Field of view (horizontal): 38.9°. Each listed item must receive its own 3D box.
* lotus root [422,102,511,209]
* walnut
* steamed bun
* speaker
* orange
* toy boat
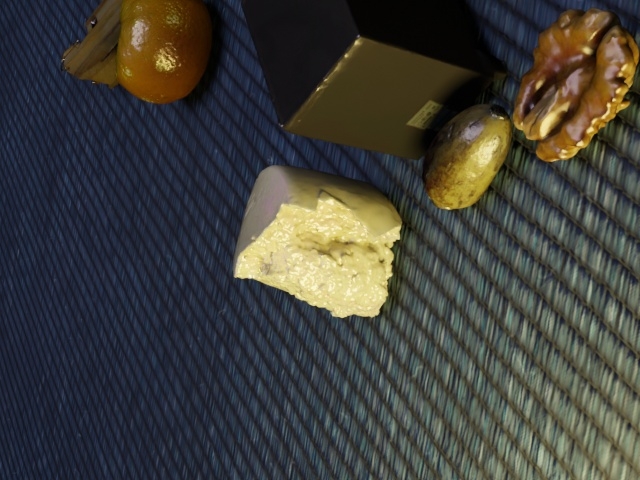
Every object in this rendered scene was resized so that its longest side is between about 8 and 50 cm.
[{"bbox_3d":[0.176,-0.102,1.116,0.179,0.081,0.089,115,139,-51],"label":"lotus root"},{"bbox_3d":[0.286,-0.173,1.004,0.170,0.069,0.143,-59,39,36],"label":"walnut"},{"bbox_3d":[0.000,0.000,1.228,0.170,0.226,0.199,-11,74,52],"label":"steamed bun"},{"bbox_3d":[0.063,-0.254,1.163,0.184,0.254,0.232,-45,51,39],"label":"speaker"},{"bbox_3d":[-0.299,-0.377,1.736,0.158,0.179,0.237,32,109,54],"label":"orange"},{"bbox_3d":[-0.403,-0.488,1.952,0.445,0.136,0.162,-34,62,40],"label":"toy boat"}]
